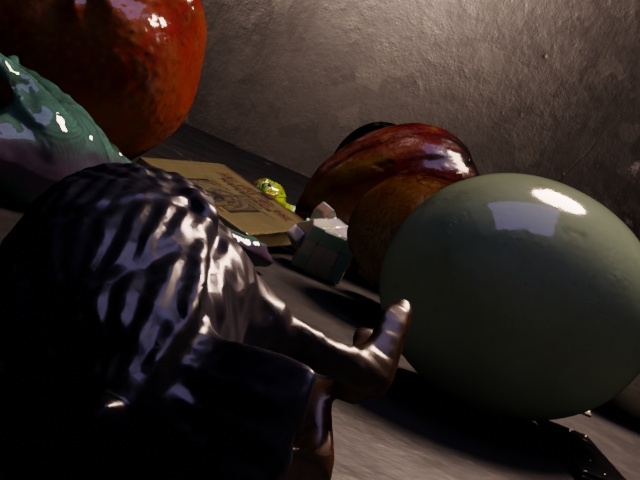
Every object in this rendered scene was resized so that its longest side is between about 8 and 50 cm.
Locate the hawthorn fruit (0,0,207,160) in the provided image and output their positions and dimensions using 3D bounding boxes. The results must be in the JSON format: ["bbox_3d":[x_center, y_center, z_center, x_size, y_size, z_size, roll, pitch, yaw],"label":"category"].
[{"bbox_3d":[-0.279,-0.208,1.325,0.287,0.287,0.330,25,-36,4],"label":"hawthorn fruit"}]

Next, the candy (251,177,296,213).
[{"bbox_3d":[-0.042,-0.040,1.762,0.194,0.058,0.062,30,40,-48],"label":"candy"}]

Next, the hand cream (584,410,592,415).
[{"bbox_3d":[0.266,0.157,1.281,0.057,0.037,0.165,25,13,1],"label":"hand cream"}]

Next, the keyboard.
[{"bbox_3d":[0.215,0.176,0.944,0.053,0.010,0.155,23,6,-4],"label":"keyboard"}]

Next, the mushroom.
[{"bbox_3d":[0.160,0.033,1.250,0.297,0.163,0.278,26,4,-39],"label":"mushroom"}]

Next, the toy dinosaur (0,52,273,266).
[{"bbox_3d":[-0.195,-0.051,1.015,0.331,0.129,0.383,33,7,-1],"label":"toy dinosaur"}]

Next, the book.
[{"bbox_3d":[-0.107,-0.045,1.368,0.161,0.026,0.231,35,13,14],"label":"book"}]

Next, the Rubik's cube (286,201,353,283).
[{"bbox_3d":[0.003,-0.001,1.350,0.084,0.075,0.073,39,22,-13],"label":"Rubik's cube"}]

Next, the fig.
[{"bbox_3d":[0.108,-0.043,1.527,0.263,0.224,0.224,19,4,12],"label":"fig"}]

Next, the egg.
[{"bbox_3d":[0.169,0.048,0.963,0.283,0.203,0.203,13,11,-42],"label":"egg"}]

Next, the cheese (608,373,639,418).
[{"bbox_3d":[0.373,0.116,1.340,0.198,0.154,0.189,62,13,-2],"label":"cheese"}]

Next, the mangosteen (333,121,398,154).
[{"bbox_3d":[0.119,-0.080,1.987,0.243,0.243,0.243,24,6,-2],"label":"mangosteen"}]

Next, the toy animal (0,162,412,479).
[{"bbox_3d":[-0.061,0.042,0.512,0.185,0.122,0.298,34,11,-9],"label":"toy animal"}]
